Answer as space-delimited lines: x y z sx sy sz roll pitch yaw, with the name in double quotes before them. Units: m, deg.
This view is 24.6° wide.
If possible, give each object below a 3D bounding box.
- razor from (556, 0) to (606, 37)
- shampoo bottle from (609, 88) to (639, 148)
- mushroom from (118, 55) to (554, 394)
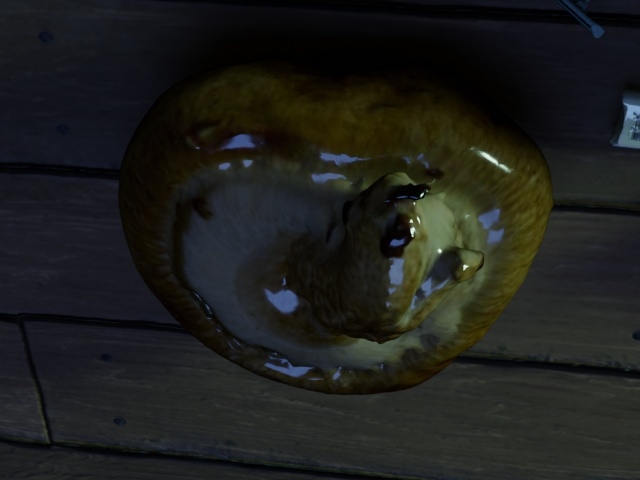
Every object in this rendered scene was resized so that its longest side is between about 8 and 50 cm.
"razor" 0.218 -0.238 1.031 0.068 0.037 0.191 48 134 27
"shampoo bottle" 0.301 -0.087 1.148 0.141 0.034 0.049 9 125 4
"mushroom" 0.000 0.000 1.139 0.345 0.259 0.345 6 131 7
